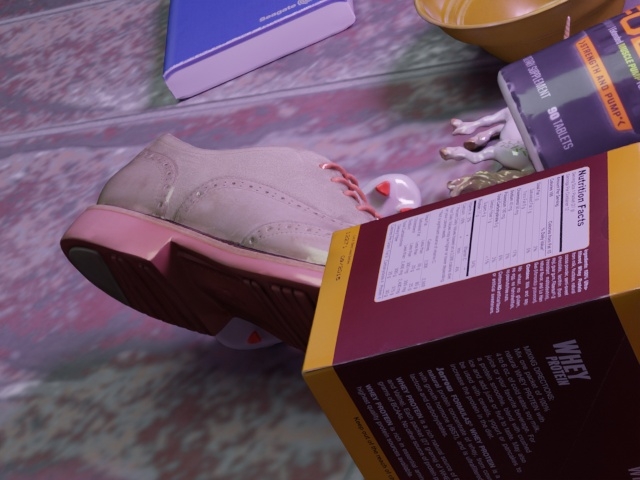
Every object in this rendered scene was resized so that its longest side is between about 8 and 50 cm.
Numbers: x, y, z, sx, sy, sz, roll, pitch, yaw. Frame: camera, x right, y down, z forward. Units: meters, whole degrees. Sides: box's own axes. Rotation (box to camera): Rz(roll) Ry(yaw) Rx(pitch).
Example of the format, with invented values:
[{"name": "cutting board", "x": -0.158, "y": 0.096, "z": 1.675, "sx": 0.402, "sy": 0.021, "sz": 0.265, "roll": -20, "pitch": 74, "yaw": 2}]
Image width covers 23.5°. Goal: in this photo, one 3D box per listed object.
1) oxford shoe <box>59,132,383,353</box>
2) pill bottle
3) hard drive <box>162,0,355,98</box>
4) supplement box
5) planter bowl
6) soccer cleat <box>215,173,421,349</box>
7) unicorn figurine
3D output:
[{"name": "oxford shoe", "x": 0.000, "y": 0.000, "z": 1.080, "sx": 0.397, "sy": 0.140, "sz": 0.146, "roll": 16, "pitch": 63, "yaw": 28}, {"name": "pill bottle", "x": 0.263, "y": -0.115, "z": 1.112, "sx": 0.245, "sy": 0.130, "sz": 0.130, "roll": -24, "pitch": 31, "yaw": 8}, {"name": "hard drive", "x": -0.071, "y": -0.285, "z": 1.725, "sx": 0.210, "sy": 0.040, "sz": 0.319, "roll": -22, "pitch": 31, "yaw": 11}, {"name": "supplement box", "x": 0.124, "y": 0.078, "z": 0.880, "sx": 0.194, "sy": 0.191, "sz": 0.129, "roll": -16, "pitch": 33, "yaw": 22}, {"name": "planter bowl", "x": 0.198, "y": -0.215, "z": 1.351, "sx": 0.217, "sy": 0.090, "sz": 0.217, "roll": -20, "pitch": 32, "yaw": 13}, {"name": "soccer cleat", "x": -0.001, "y": 0.019, "z": 1.207, "sx": 0.196, "sy": 0.068, "sz": 0.076, "roll": -38, "pitch": 0, "yaw": 0}, {"name": "unicorn figurine", "x": 0.157, "y": -0.090, "z": 1.244, "sx": 0.111, "sy": 0.060, "sz": 0.162, "roll": -12, "pitch": 51, "yaw": 26}]
